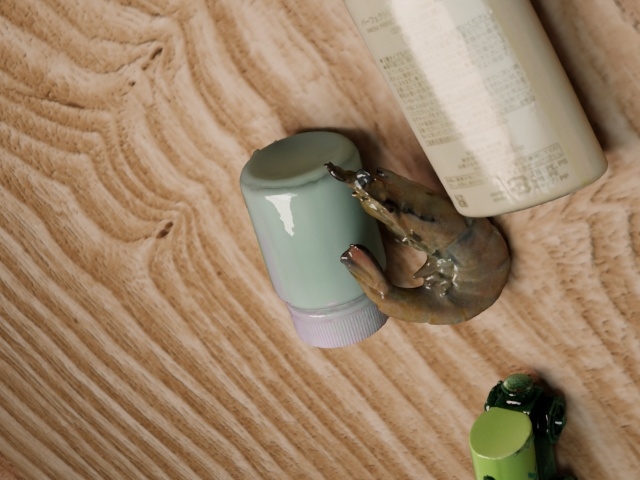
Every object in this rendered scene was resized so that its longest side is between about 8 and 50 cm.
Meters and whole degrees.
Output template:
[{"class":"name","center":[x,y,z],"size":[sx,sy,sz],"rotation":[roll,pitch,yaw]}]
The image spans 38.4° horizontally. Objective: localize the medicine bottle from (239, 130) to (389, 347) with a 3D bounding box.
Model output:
[{"class":"medicine bottle","center":[0.000,0.000,1.063],"size":[0.139,0.139,0.226],"rotation":[5,125,34]}]

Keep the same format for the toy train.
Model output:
[{"class":"toy train","center":[0.235,0.287,1.100],"size":[0.105,0.157,0.253],"rotation":[8,127,33]}]

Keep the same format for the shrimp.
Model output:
[{"class":"shrimp","center":[0.089,0.009,0.989],"size":[0.254,0.059,0.145],"rotation":[22,104,-21]}]

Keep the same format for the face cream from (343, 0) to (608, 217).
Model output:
[{"class":"face cream","center":[0.123,-0.188,0.864],"size":[0.173,0.081,0.349],"rotation":[-16,112,44]}]
